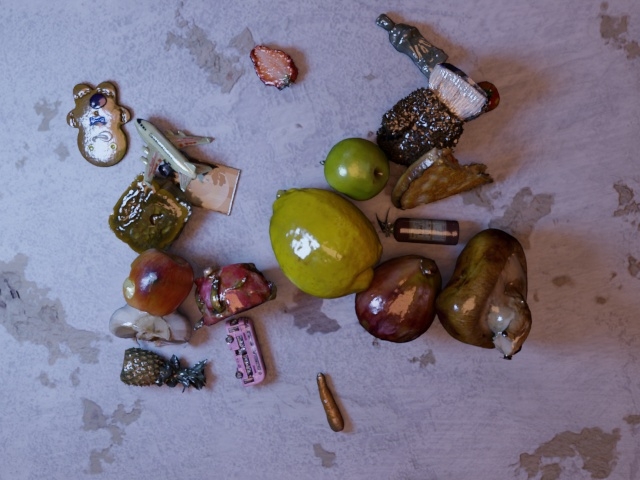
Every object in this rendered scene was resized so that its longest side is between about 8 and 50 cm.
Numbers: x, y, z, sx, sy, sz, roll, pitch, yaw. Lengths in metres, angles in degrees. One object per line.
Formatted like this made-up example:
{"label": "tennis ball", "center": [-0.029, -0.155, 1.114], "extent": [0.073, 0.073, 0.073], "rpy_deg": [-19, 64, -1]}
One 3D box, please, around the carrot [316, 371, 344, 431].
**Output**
{"label": "carrot", "center": [0.025, 0.477, 1.955], "extent": [0.047, 0.047, 0.191], "rpy_deg": [-19, 95, 5]}

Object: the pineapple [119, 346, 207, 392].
{"label": "pineapple", "center": [-0.455, 0.385, 1.926], "extent": [0.251, 0.125, 0.125], "rpy_deg": [10, 100, -8]}

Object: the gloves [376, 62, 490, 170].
{"label": "gloves", "center": [0.277, -0.314, 1.736], "extent": [0.210, 0.135, 0.312], "rpy_deg": [35, 114, -9]}

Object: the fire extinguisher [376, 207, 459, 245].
{"label": "fire extinguisher", "center": [0.268, -0.040, 1.847], "extent": [0.231, 0.071, 0.099], "rpy_deg": [5, 72, 2]}

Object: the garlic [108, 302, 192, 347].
{"label": "garlic", "center": [-0.481, 0.225, 1.883], "extent": [0.229, 0.178, 0.142], "rpy_deg": [9, 69, -17]}

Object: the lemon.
{"label": "lemon", "center": [0.004, 0.006, 1.757], "extent": [0.316, 0.285, 0.285], "rpy_deg": [18, 100, -1]}

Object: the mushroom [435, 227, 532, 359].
{"label": "mushroom", "center": [0.466, 0.154, 1.738], "extent": [0.260, 0.345, 0.345], "rpy_deg": [14, 103, 39]}

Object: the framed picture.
{"label": "framed picture", "center": [-0.340, -0.160, 1.868], "extent": [0.201, 0.010, 0.136], "rpy_deg": [16, 99, 0]}

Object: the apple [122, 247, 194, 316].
{"label": "apple", "center": [-0.437, 0.115, 1.759], "extent": [0.199, 0.199, 0.199], "rpy_deg": [0, 100, 2]}

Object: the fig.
{"label": "fig", "center": [0.223, 0.158, 1.811], "extent": [0.224, 0.224, 0.263], "rpy_deg": [43, 90, -6]}

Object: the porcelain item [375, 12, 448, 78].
{"label": "porcelain item", "center": [0.240, -0.531, 1.762], "extent": [0.216, 0.069, 0.081], "rpy_deg": [42, 103, -1]}

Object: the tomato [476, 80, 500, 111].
{"label": "tomato", "center": [0.435, -0.383, 1.774], "extent": [0.087, 0.075, 0.087], "rpy_deg": [1, 82, -6]}

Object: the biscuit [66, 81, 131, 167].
{"label": "biscuit", "center": [-0.613, -0.321, 1.836], "extent": [0.180, 0.039, 0.236], "rpy_deg": [-7, 102, 2]}

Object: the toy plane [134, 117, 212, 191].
{"label": "toy plane", "center": [-0.418, -0.242, 1.795], "extent": [0.244, 0.092, 0.229], "rpy_deg": [40, 59, 11]}

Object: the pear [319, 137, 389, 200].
{"label": "pear", "center": [0.083, -0.191, 1.782], "extent": [0.180, 0.216, 0.166], "rpy_deg": [6, 90, -42]}

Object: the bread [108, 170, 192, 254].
{"label": "bread", "center": [-0.471, -0.067, 1.832], "extent": [0.192, 0.110, 0.210], "rpy_deg": [38, 102, -7]}

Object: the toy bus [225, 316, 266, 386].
{"label": "toy bus", "center": [-0.219, 0.323, 1.924], "extent": [0.090, 0.063, 0.203], "rpy_deg": [-15, 101, 1]}

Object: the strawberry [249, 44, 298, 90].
{"label": "strawberry", "center": [-0.124, -0.471, 1.790], "extent": [0.104, 0.048, 0.152], "rpy_deg": [-44, 82, 15]}

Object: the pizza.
{"label": "pizza", "center": [0.325, -0.181, 1.741], "extent": [0.288, 0.251, 0.074], "rpy_deg": [-17, 71, -1]}

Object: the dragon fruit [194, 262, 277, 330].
{"label": "dragon fruit", "center": [-0.258, 0.140, 1.824], "extent": [0.282, 0.211, 0.147], "rpy_deg": [-22, 87, 23]}
